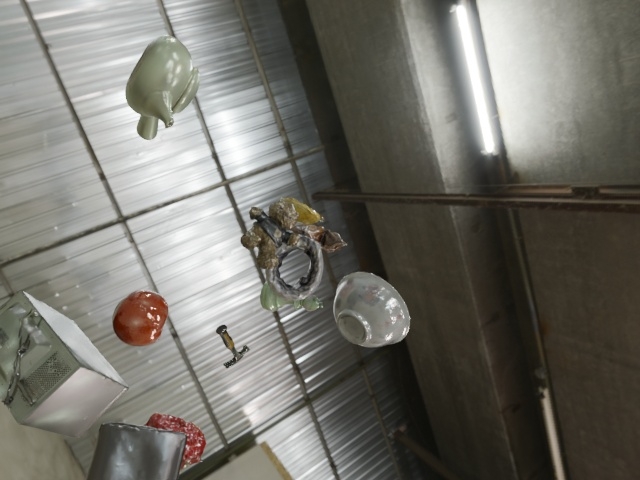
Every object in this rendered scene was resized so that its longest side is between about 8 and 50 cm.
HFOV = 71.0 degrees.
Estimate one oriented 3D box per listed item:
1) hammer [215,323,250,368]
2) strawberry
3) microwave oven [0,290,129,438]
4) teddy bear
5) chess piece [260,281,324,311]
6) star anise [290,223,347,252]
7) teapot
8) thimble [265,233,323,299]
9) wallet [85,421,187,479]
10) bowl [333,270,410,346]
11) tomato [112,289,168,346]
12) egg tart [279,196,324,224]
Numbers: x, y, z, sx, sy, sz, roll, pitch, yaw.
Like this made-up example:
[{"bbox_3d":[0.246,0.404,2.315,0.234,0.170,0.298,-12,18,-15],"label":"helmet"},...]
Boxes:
[{"bbox_3d":[-0.227,0.263,1.115,0.021,0.078,0.201,35,-24,24],"label":"hammer"},{"bbox_3d":[-0.457,0.614,1.349,0.201,0.184,0.187,52,-50,7],"label":"strawberry"},{"bbox_3d":[-0.955,0.430,1.568,0.432,0.236,0.374,35,-20,25],"label":"microwave oven"},{"bbox_3d":[-0.167,-0.027,1.418,0.182,0.251,0.129,47,-39,-16],"label":"teddy bear"},{"bbox_3d":[-0.109,0.247,1.891,0.272,0.139,0.139,6,-54,25],"label":"chess piece"},{"bbox_3d":[-0.001,-0.002,2.060,0.292,0.109,0.349,32,-9,-24],"label":"star anise"},{"bbox_3d":[-0.419,-0.393,1.165,0.149,0.220,0.318,31,-11,-31],"label":"teapot"},{"bbox_3d":[-0.090,0.100,1.653,0.217,0.245,0.157,27,-4,-2],"label":"thimble"},{"bbox_3d":[-0.494,0.683,1.121,0.062,0.228,0.406,-31,-135,60],"label":"wallet"},{"bbox_3d":[0.165,0.308,1.771,0.346,0.157,0.345,21,-53,30],"label":"bowl"},{"bbox_3d":[-0.668,0.285,1.662,0.208,0.184,0.208,-163,-90,-74],"label":"tomato"},{"bbox_3d":[-0.105,-0.128,2.179,0.252,0.098,0.232,22,-6,28],"label":"egg tart"}]
